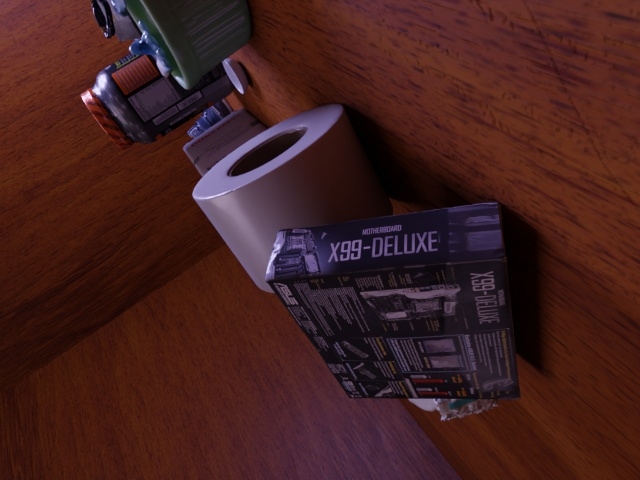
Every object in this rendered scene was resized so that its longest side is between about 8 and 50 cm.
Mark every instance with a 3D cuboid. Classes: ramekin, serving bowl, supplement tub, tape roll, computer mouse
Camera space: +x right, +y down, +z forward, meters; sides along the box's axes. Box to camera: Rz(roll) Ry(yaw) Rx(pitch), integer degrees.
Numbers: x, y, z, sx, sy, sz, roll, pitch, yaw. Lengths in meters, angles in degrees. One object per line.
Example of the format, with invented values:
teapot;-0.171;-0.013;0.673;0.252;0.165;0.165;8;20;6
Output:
ramekin;-0.247;-0.424;0.766;0.303;0.148;0.303;53;171;12
serving bowl;-0.187;-0.375;1.044;0.083;0.027;0.083;53;172;11
supplement tub;-0.413;-0.390;1.187;0.207;0.338;0.207;54;172;11
tape roll;-0.037;-0.065;0.680;0.169;0.246;0.246;58;171;-25
computer mouse;-0.416;-0.463;0.783;0.071;0.041;0.242;27;144;37

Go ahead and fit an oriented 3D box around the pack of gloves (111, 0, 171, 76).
pack of gloves;-0.328;-0.365;0.779;0.195;0.046;0.232;58;171;-23

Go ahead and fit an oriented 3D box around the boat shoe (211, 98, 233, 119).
boat shoe;-0.308;-0.391;1.538;0.206;0.065;0.075;59;171;-26

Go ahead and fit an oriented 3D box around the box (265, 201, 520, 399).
box;0.107;0.099;0.568;0.307;0.243;0.076;62;-151;-42

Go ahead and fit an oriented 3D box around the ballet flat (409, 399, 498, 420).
ballet flat;0.223;0.277;0.968;0.147;0.147;0.409;54;173;4

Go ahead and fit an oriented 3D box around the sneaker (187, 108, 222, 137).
sneaker;-0.401;-0.435;1.568;0.226;0.164;0.086;60;172;-21

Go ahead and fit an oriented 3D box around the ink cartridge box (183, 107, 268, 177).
ink cartridge box;-0.215;-0.211;1.232;0.289;0.211;0.121;48;171;46

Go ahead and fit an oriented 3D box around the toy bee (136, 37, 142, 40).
toy bee;-0.522;-0.604;1.327;0.162;0.299;0.195;-95;24;-52

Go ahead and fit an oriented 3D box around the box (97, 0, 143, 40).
box;-0.391;-0.552;0.928;0.183;0.056;0.230;67;-152;-54
